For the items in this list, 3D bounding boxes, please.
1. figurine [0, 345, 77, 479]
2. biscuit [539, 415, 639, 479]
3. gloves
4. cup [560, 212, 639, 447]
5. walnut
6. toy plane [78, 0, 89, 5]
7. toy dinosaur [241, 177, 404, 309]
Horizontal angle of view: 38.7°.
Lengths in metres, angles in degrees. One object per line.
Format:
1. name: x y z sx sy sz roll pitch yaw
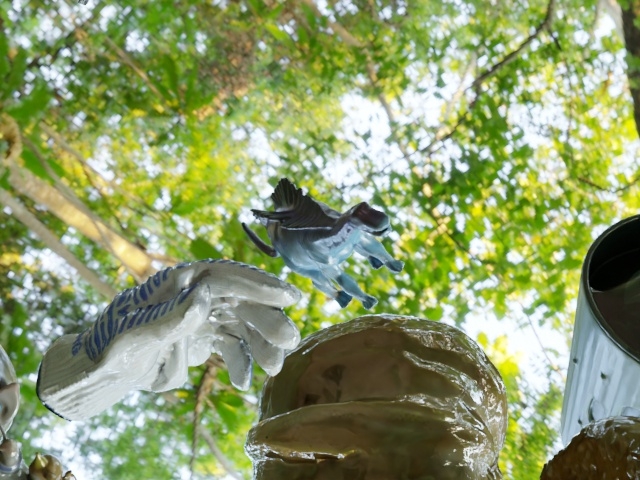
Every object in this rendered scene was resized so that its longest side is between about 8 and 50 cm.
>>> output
1. figurine: -0.337 0.168 0.807 0.161 0.158 0.275 -28 -95 24
2. biscuit: 0.246 0.269 0.675 0.075 0.296 0.296 -3 -126 -15
3. gloves: -0.111 0.070 0.664 0.229 0.119 0.097 -16 -102 26
4. cup: 0.528 0.212 1.297 0.310 0.392 0.401 -19 -132 -15
5. walnut: 0.055 0.221 0.935 0.285 0.285 0.296 -7 -110 28
6. toy plane: -0.336 -0.338 1.025 0.101 0.255 0.251 -46 -145 35
7. toy dinosaur: 0.000 0.000 0.514 0.045 0.080 0.197 -50 -163 -15
